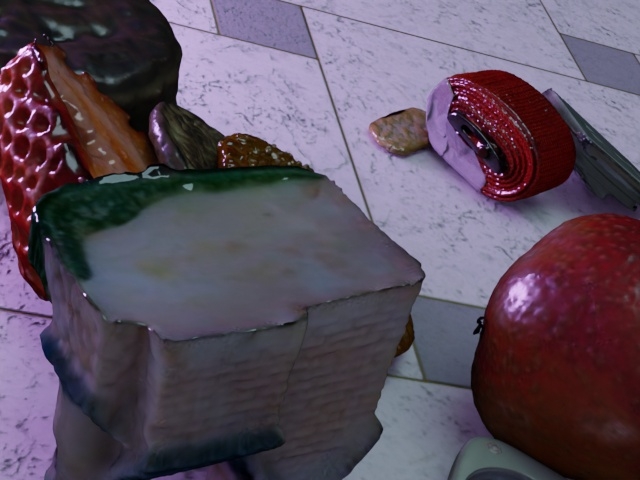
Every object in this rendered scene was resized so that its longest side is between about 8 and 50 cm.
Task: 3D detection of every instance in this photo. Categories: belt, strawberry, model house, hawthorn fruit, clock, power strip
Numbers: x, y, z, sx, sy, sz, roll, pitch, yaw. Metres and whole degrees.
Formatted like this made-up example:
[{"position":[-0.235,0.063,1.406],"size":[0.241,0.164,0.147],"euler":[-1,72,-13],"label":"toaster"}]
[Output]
[{"position":[0.232,-0.140,1.988],"size":[0.201,0.128,0.124],"euler":[46,36,19],"label":"belt"},{"position":[-0.236,-0.032,1.459],"size":[0.280,0.150,0.253],"euler":[46,18,-19],"label":"strawberry"},{"position":[-0.099,0.112,1.284],"size":[0.298,0.284,0.243],"euler":[-8,32,-31],"label":"model house"},{"position":[0.334,0.130,1.508],"size":[0.369,0.285,0.284],"euler":[20,24,37],"label":"hawthorn fruit"},{"position":[0.175,0.278,1.424],"size":[0.151,0.062,0.191],"euler":[31,33,7],"label":"clock"},{"position":[0.389,-0.101,2.086],"size":[0.213,0.064,0.198],"euler":[39,13,-22],"label":"power strip"}]

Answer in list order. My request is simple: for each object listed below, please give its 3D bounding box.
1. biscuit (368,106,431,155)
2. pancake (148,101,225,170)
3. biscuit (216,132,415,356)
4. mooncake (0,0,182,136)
[{"position":[0.118,-0.148,2.028],"size":[0.071,0.018,0.147],"euler":[41,34,18],"label":"biscuit"},{"position":[-0.075,-0.026,1.594],"size":[0.286,0.033,0.288],"euler":[60,16,25],"label":"pancake"},{"position":[0.000,0.000,1.602],"size":[0.305,0.038,0.305],"euler":[45,17,-18],"label":"biscuit"},{"position":[-0.297,-0.190,1.669],"size":[0.290,0.161,0.290],"euler":[16,36,-12],"label":"mooncake"}]
